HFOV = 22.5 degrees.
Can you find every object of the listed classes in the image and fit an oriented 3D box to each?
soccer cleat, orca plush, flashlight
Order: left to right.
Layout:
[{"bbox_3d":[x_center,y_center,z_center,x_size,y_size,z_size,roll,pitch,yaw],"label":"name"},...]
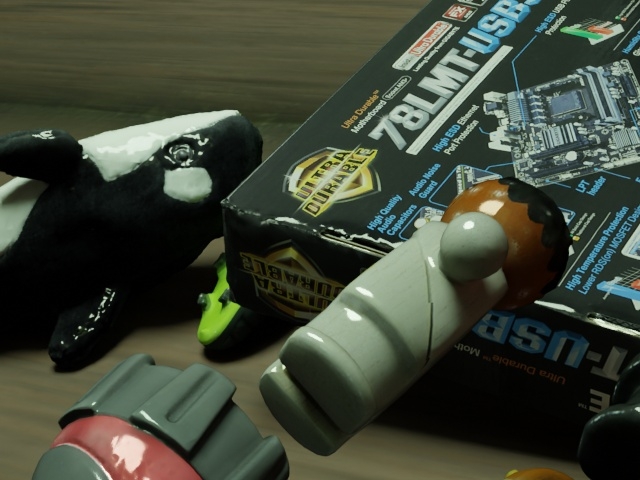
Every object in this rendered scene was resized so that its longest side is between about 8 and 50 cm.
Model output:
[{"bbox_3d":[-0.131,0.167,0.621,0.103,0.103,0.304,-23,15,47],"label":"flashlight"},{"bbox_3d":[-0.163,0.020,0.899,0.287,0.151,0.102,-12,60,-2],"label":"orca plush"},{"bbox_3d":[0.000,0.000,0.900,0.179,0.072,0.060,-53,19,-22],"label":"soccer cleat"}]

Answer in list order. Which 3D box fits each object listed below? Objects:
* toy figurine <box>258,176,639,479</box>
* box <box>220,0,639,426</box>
[{"bbox_3d":[0.102,0.083,0.545,0.210,0.213,0.148,10,34,43],"label":"toy figurine"},{"bbox_3d":[0.149,-0.030,0.811,0.293,0.073,0.295,17,40,25],"label":"box"}]
